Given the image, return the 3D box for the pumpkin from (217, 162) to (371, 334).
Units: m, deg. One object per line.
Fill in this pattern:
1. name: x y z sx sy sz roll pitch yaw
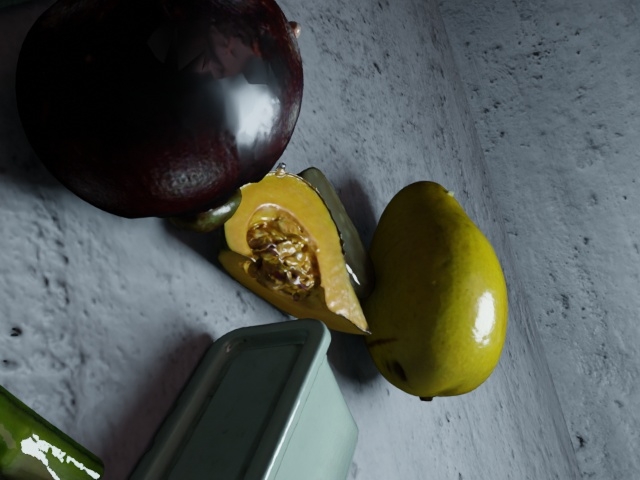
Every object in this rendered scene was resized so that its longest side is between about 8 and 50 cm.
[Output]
1. pumpkin: -0.035 0.012 0.805 0.278 0.111 0.163 35 60 -25

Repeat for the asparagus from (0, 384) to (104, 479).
1. asparagus: -0.292 0.128 0.438 0.278 0.060 0.067 53 16 -23

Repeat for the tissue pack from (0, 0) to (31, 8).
1. tissue pack: -0.365 -0.380 0.533 0.287 0.162 0.388 54 34 -17

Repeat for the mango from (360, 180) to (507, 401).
1. mango: 0.188 0.063 0.983 0.220 0.301 0.445 11 51 -14

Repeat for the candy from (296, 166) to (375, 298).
1. candy: 0.000 0.000 0.906 0.234 0.104 0.102 57 39 -16

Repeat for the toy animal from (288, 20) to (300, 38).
1. toy animal: -0.110 -0.252 0.819 0.171 0.171 0.198 54 41 -21

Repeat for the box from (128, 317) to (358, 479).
1. box: -0.069 0.259 0.599 0.183 0.175 0.312 63 31 -24

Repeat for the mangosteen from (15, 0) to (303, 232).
1. mangosteen: -0.156 -0.146 0.592 0.297 0.296 0.294 -46 119 -56
